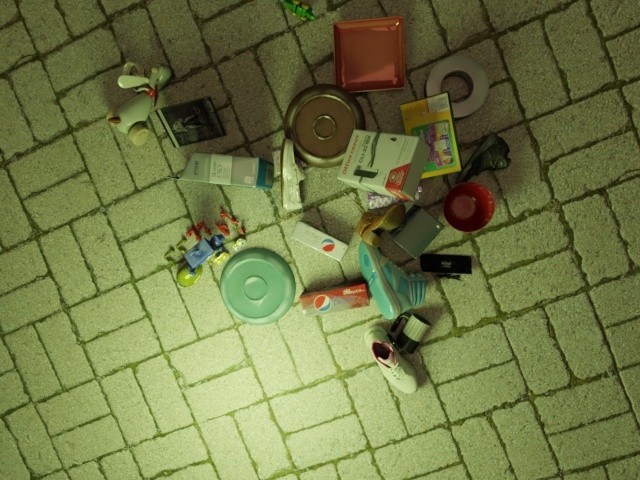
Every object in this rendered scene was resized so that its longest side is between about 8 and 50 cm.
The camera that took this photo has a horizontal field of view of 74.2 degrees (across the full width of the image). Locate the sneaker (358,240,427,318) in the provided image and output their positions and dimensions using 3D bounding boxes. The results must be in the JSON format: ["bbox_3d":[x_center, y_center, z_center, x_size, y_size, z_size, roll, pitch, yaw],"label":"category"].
[{"bbox_3d":[0.282,0.125,1.611,0.208,0.127,0.318,-15,72,-19],"label":"sneaker"}]

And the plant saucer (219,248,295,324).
[{"bbox_3d":[-0.259,0.191,1.704,0.318,0.044,0.317,0,95,6],"label":"plant saucer"}]

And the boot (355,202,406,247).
[{"bbox_3d":[0.216,-0.079,1.576,0.073,0.152,0.197,39,94,-30],"label":"boot"}]

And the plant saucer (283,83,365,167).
[{"bbox_3d":[0.015,-0.425,1.583,0.311,0.050,0.310,0,105,1],"label":"plant saucer"}]

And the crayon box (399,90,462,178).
[{"bbox_3d":[0.398,-0.370,1.513,0.166,0.081,0.278,-8,106,25],"label":"crayon box"}]

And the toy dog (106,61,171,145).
[{"bbox_3d":[-0.715,-0.540,1.627,0.220,0.161,0.333,15,97,5],"label":"toy dog"}]

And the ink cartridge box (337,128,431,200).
[{"bbox_3d":[0.219,-0.272,1.497,0.273,0.114,0.196,19,89,38],"label":"ink cartridge box"}]

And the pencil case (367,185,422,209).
[{"bbox_3d":[0.271,-0.174,1.587,0.206,0.088,0.086,-11,80,6],"label":"pencil case"}]

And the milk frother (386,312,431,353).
[{"bbox_3d":[0.329,0.348,1.601,0.129,0.143,0.134,30,100,10],"label":"milk frother"}]

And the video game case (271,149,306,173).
[{"bbox_3d":[-0.122,-0.319,1.656,0.122,0.011,0.087,-13,93,7],"label":"video game case"}]

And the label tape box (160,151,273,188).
[{"bbox_3d":[-0.370,-0.262,1.569,0.348,0.249,0.115,8,96,6],"label":"label tape box"}]

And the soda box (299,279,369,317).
[{"bbox_3d":[0.056,0.226,1.650,0.264,0.083,0.092,-11,94,7],"label":"soda box"}]

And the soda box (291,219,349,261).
[{"bbox_3d":[0.000,0.000,1.643,0.216,0.069,0.073,27,98,4],"label":"soda box"}]

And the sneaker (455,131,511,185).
[{"bbox_3d":[0.601,-0.270,1.541,0.130,0.087,0.227,41,93,8],"label":"sneaker"}]

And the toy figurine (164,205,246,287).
[{"bbox_3d":[-0.480,0.038,1.626,0.363,0.217,0.191,-37,90,8],"label":"toy figurine"}]

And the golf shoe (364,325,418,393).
[{"bbox_3d":[0.271,0.476,1.622,0.115,0.140,0.306,-37,92,7],"label":"golf shoe"}]

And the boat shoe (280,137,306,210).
[{"bbox_3d":[-0.103,-0.253,1.617,0.096,0.098,0.276,-3,112,-8],"label":"boat shoe"}]

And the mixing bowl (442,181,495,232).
[{"bbox_3d":[0.535,-0.122,1.557,0.182,0.098,0.181,1,95,7],"label":"mixing bowl"}]

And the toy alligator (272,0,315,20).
[{"bbox_3d":[-0.095,-0.882,1.584,0.190,0.056,0.051,29,56,4],"label":"toy alligator"}]

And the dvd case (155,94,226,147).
[{"bbox_3d":[-0.499,-0.456,1.636,0.222,0.018,0.164,-12,131,7],"label":"dvd case"}]

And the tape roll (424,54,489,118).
[{"bbox_3d":[0.490,-0.550,1.536,0.220,0.072,0.219,1,95,7],"label":"tape roll"}]

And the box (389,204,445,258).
[{"bbox_3d":[0.343,-0.037,1.530,0.108,0.207,0.153,40,98,0],"label":"box"}]

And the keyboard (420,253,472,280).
[{"bbox_3d":[0.480,0.105,1.624,0.192,0.038,0.100,3,72,7],"label":"keyboard"}]

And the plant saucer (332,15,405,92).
[{"bbox_3d":[0.180,-0.681,1.571,0.259,0.048,0.258,-2,95,6],"label":"plant saucer"}]
